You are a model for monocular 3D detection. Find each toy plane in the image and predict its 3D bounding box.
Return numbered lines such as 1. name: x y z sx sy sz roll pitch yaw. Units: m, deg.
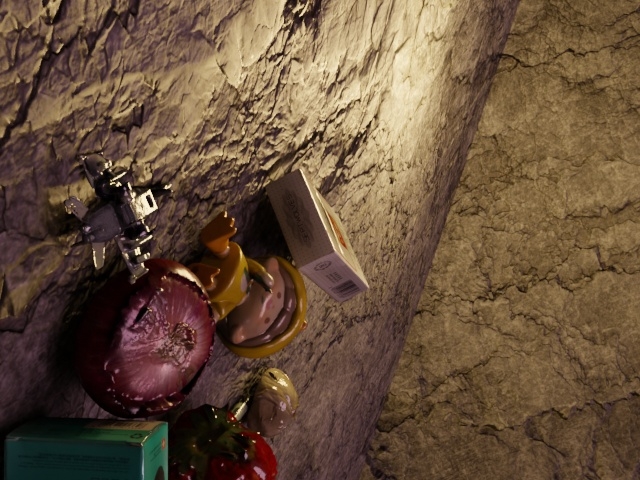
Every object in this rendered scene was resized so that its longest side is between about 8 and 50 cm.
1. toy plane: -0.272 -0.052 1.014 0.262 0.088 0.192 -44 118 -57

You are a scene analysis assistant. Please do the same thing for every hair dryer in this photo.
1. hair dryer: -0.205 0.413 1.630 0.198 0.057 0.100 -49 151 -62

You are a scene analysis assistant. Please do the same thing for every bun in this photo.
1. bun: -0.111 0.410 1.727 0.173 0.113 0.167 87 22 -72

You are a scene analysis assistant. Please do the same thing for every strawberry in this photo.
1. strawberry: -0.209 0.479 1.361 0.257 0.257 0.277 -48 139 -46

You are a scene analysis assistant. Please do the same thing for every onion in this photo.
1. onion: -0.274 0.149 1.071 0.248 0.161 0.248 13 90 -70

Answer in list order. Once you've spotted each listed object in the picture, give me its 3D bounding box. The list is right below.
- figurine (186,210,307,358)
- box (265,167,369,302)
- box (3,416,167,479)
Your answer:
1. figurine: -0.144 0.095 1.333 0.215 0.187 0.344 -55 149 -16
2. box: 0.000 0.001 1.561 0.095 0.210 0.330 -26 157 9
3. box: -0.327 0.415 0.981 0.118 0.205 0.311 -8 98 -82
